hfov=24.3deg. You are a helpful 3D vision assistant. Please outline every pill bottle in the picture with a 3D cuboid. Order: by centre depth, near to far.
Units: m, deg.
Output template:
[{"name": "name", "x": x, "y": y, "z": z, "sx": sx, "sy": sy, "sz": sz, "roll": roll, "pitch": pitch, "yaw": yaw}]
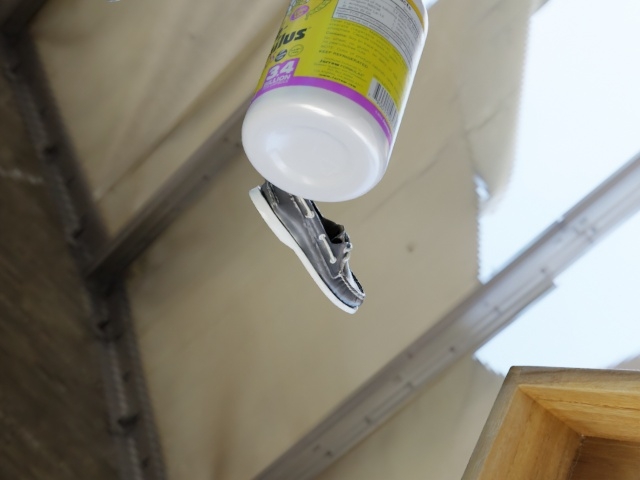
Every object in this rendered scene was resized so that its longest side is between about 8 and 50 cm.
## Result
[{"name": "pill bottle", "x": 0.007, "y": -0.055, "z": 0.446, "sx": 0.043, "sy": 0.043, "sz": 0.083, "roll": 35, "pitch": -131, "yaw": -21}]

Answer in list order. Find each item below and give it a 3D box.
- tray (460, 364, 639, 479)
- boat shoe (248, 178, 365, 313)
[{"name": "tray", "x": 0.204, "y": 0.162, "z": 0.608, "sx": 0.076, "sy": 0.411, "sz": 0.202, "roll": 37, "pitch": -112, "yaw": -28}, {"name": "boat shoe", "x": 0.000, "y": 0.000, "z": 1.025, "sx": 0.125, "sy": 0.038, "sz": 0.046, "roll": 51, "pitch": -171, "yaw": -28}]
